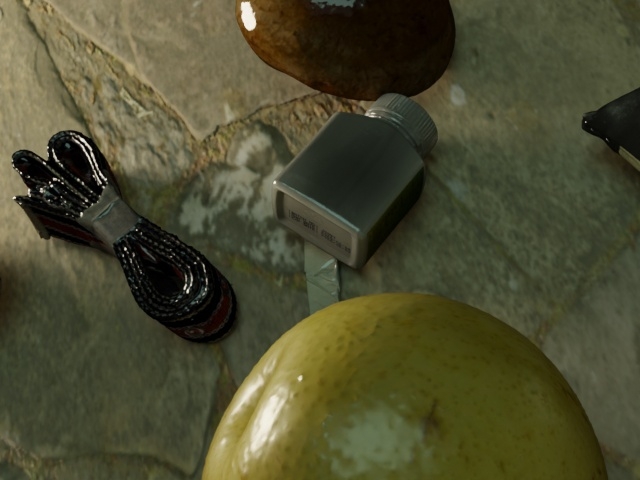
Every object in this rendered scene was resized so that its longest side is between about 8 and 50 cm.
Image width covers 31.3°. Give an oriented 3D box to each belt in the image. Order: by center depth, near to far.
[{"bbox_3d":[-0.233,-0.006,1.355,0.359,0.094,0.126,36,72,30],"label":"belt"}]

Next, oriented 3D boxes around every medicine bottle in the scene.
[{"bbox_3d":[0.049,-0.078,1.314,0.132,0.088,0.188,32,63,18],"label":"medicine bottle"}]

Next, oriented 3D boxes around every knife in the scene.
[{"bbox_3d":[0.001,0.001,1.333,0.047,0.017,0.298,-10,59,12],"label":"knife"}]

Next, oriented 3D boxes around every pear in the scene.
[{"bbox_3d":[0.068,0.211,0.987,0.348,0.348,0.348,-7,56,11],"label":"pear"}]

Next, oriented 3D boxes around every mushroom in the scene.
[{"bbox_3d":[0.023,-0.295,1.407,0.283,0.195,0.263,22,54,29],"label":"mushroom"}]

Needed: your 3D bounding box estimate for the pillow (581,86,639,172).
[{"bbox_3d":[0.428,-0.098,1.226,0.186,0.106,0.250,-30,56,-14],"label":"pillow"}]
